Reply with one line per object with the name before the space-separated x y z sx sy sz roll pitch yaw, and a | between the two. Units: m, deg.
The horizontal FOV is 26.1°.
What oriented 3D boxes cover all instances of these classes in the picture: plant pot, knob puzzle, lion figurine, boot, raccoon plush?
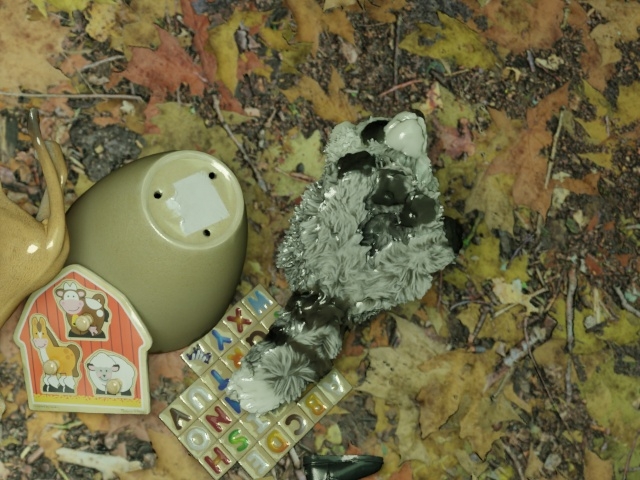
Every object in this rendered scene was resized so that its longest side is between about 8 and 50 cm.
plant pot | -0.193 -0.010 1.768 0.256 0.274 0.256 6 71 -18
knob puzzle | -0.303 0.126 1.731 0.213 0.213 0.030 53 23 1
lion figurine | -0.397 0.054 1.670 0.142 0.392 0.240 7 40 -39
boot | 0.029 0.342 1.877 0.121 0.045 0.099 1 72 -13
raccoon plush | 0.000 0.000 1.929 0.446 0.299 0.216 -40 107 5

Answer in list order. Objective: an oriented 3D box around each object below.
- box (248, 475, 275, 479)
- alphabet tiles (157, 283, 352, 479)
box | -0.113 0.384 1.763 0.201 0.021 0.164 -4 46 -34
alphabet tiles | -0.099 0.205 1.890 0.237 0.009 0.198 -42 92 -26
